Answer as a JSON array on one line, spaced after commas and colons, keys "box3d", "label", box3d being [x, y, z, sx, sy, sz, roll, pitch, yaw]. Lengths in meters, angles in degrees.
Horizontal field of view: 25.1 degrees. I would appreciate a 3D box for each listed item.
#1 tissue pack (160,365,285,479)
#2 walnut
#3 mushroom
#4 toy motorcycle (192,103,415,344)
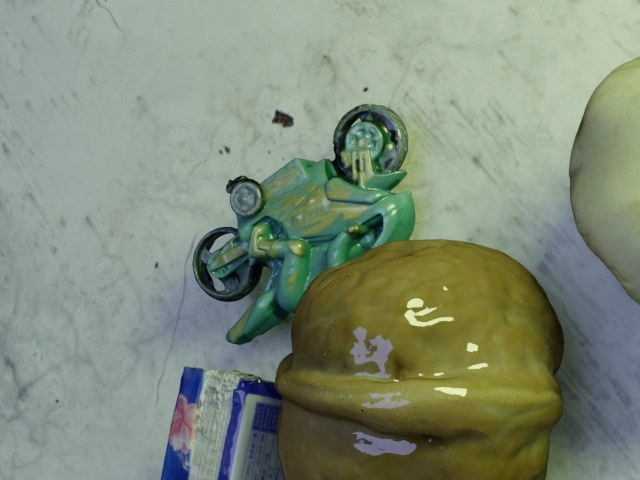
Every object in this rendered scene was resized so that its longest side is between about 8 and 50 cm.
[{"box3d": [-0.077, 0.271, 1.463, 0.137, 0.209, 0.269, 8, 85, 35], "label": "tissue pack"}, {"box3d": [0.090, 0.145, 1.339, 0.285, 0.285, 0.296, 8, 94, 34], "label": "walnut"}, {"box3d": [0.330, -0.040, 1.287, 0.254, 0.234, 0.260, 42, 63, 3], "label": "mushroom"}, {"box3d": [-0.001, 0.001, 1.545, 0.296, 0.109, 0.198, -34, 74, 21], "label": "toy motorcycle"}]
